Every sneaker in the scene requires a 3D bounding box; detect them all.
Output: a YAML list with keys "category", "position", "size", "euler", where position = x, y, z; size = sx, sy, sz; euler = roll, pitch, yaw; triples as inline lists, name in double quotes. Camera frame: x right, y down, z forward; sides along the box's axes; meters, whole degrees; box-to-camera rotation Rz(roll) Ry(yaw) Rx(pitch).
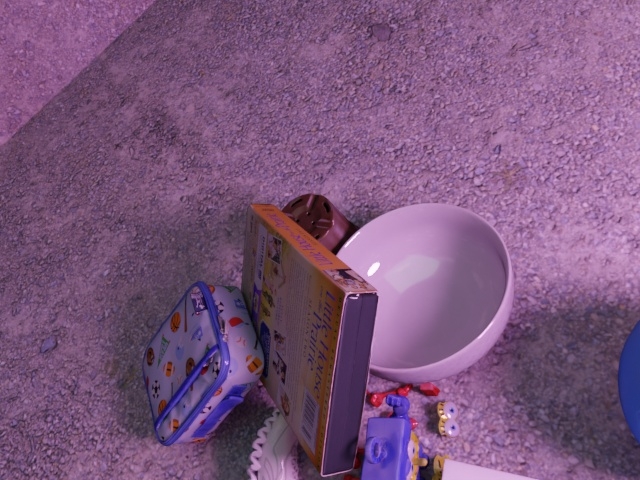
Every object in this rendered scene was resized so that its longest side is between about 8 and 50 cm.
- category: "sneaker"
  position: [-0.077, 0.429, 1.113]
  size: [0.118, 0.110, 0.292]
  euler: [15, 76, 22]

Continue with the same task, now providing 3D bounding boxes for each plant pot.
- category: "plant pot"
  position: [0.000, 0.000, 1.278]
  size: [0.167, 0.165, 0.167]
  euler: [-12, 59, 20]

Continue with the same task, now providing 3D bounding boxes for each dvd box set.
- category: "dvd box set"
  position: [-0.043, 0.141, 1.082]
  size: [0.420, 0.062, 0.308]
  euler: [-142, 54, -58]

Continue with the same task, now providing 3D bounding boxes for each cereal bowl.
- category: "cereal bowl"
  position: [0.180, 0.105, 1.133]
  size: [0.339, 0.141, 0.339]
  euler: [-13, 51, 17]

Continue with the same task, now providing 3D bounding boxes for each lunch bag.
- category: "lunch bag"
  position: [-0.230, 0.238, 1.213]
  size: [0.303, 0.115, 0.243]
  euler: [-52, 43, 30]

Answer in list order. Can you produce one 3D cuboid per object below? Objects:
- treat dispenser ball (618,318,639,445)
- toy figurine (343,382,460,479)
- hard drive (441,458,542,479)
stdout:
- category: "treat dispenser ball"
  position: [0.544, 0.194, 0.822]
  size: [0.288, 0.288, 0.288]
  euler: [-12, 58, 20]
- category: "toy figurine"
  position: [0.089, 0.370, 0.985]
  size: [0.191, 0.217, 0.363]
  euler: [-1, 61, 26]
- category: "hard drive"
  position: [0.314, 0.446, 0.892]
  size: [0.307, 0.040, 0.203]
  euler: [9, 65, 13]
